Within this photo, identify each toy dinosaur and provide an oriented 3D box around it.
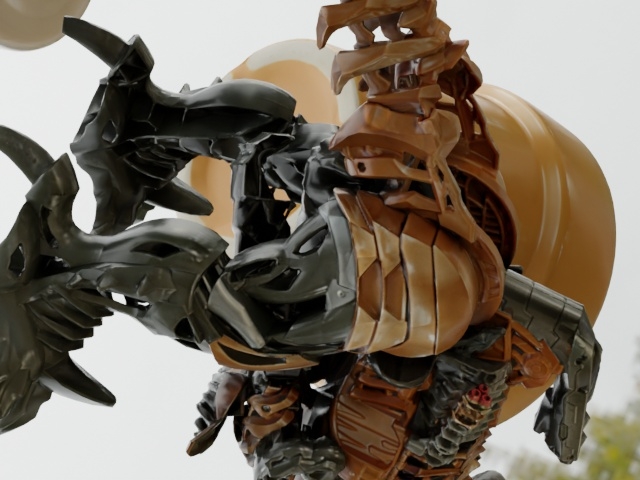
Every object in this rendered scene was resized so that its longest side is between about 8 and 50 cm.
[{"bbox_3d":[0.000,0.000,0.692,0.164,0.218,0.321,-45,-39,-69],"label":"toy dinosaur"}]

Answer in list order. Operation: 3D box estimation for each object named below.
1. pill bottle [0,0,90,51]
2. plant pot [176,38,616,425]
[{"bbox_3d":[-0.257,-0.197,1.199,0.121,0.216,0.121,-24,-58,-47],"label":"pill bottle"},{"bbox_3d":[0.027,-0.014,1.014,0.188,0.205,0.205,30,-96,-43],"label":"plant pot"}]
